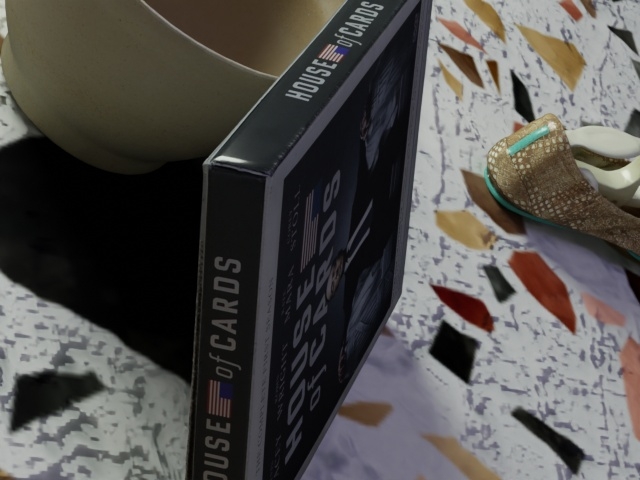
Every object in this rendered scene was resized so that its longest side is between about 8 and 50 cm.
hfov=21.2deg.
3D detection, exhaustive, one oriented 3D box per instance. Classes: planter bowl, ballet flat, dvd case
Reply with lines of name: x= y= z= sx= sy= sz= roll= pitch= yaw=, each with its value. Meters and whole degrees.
planter bowl: x=-0.079 y=-0.099 z=0.782 sx=0.162 sy=0.109 sz=0.162 roll=30 pitch=34 yaw=-23
ballet flat: x=0.192 y=-0.029 z=1.051 sx=0.206 sy=0.067 sz=0.073 roll=14 pitch=43 yaw=-40
dvd case: x=0.000 y=0.000 z=0.714 sx=0.029 sy=0.179 sz=0.239 roll=12 pitch=30 yaw=13
